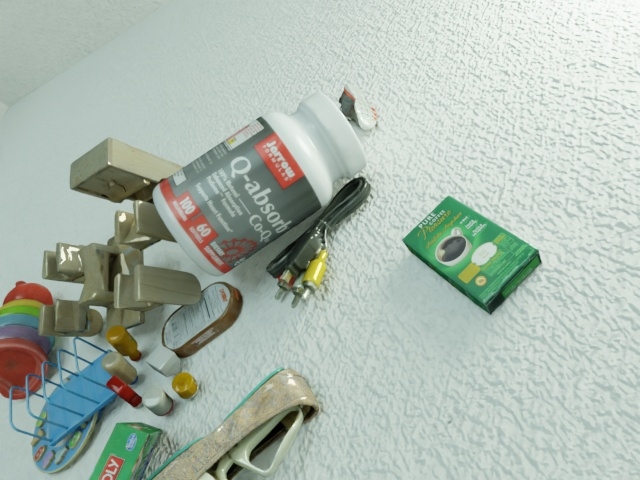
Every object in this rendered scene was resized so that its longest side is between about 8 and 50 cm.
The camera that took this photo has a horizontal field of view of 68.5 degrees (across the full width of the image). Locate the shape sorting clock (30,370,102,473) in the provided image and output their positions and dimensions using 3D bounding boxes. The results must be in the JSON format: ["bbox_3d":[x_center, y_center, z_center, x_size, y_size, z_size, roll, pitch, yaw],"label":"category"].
[{"bbox_3d":[-0.539,0.377,0.990,0.206,0.040,0.206,-19,50,23],"label":"shape sorting clock"}]

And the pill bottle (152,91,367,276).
[{"bbox_3d":[-0.109,-0.112,0.896,0.363,0.210,0.210,-35,45,-3],"label":"pill bottle"}]

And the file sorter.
[{"bbox_3d":[-0.507,0.294,0.932,0.170,0.104,0.118,-38,46,-2],"label":"file sorter"}]

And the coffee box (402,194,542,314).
[{"bbox_3d":[0.226,0.015,0.722,0.113,0.040,0.184,-45,45,-2],"label":"coffee box"}]

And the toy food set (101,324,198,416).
[{"bbox_3d":[-0.333,0.268,0.911,0.232,0.104,0.111,20,57,24],"label":"toy food set"}]

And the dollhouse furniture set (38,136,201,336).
[{"bbox_3d":[-0.417,0.008,1.082,0.362,0.256,0.393,-20,68,31],"label":"dollhouse furniture set"}]

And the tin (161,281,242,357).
[{"bbox_3d":[-0.241,0.159,0.947,0.190,0.040,0.106,-37,49,7],"label":"tin"}]

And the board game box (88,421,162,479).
[{"bbox_3d":[-0.302,0.375,0.676,0.317,0.046,0.213,125,167,-64],"label":"board game box"}]

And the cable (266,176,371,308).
[{"bbox_3d":[0.000,0.000,0.901,0.139,0.072,0.287,-3,43,53],"label":"cable"}]

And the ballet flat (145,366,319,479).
[{"bbox_3d":[-0.126,0.310,0.662,0.316,0.107,0.106,-39,55,-23],"label":"ballet flat"}]

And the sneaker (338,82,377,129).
[{"bbox_3d":[0.078,-0.284,1.047,0.065,0.061,0.157,-50,37,34],"label":"sneaker"}]

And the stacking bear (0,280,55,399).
[{"bbox_3d":[-0.752,0.218,1.181,0.164,0.175,0.289,-39,37,7],"label":"stacking bear"}]
